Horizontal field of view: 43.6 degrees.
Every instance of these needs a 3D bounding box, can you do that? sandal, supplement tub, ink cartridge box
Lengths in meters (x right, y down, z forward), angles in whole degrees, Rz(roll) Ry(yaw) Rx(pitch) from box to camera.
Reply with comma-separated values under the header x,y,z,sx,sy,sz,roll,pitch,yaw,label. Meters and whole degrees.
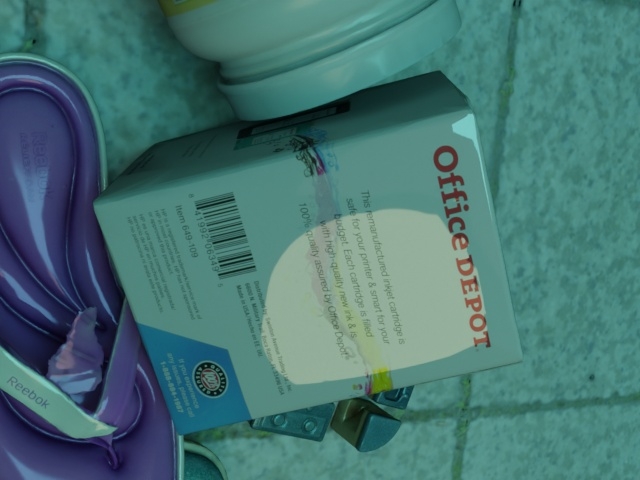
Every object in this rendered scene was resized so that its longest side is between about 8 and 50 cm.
x,y,z,sx,sy,sz,roll,pitch,yaw,label
-0.209,0.053,0.610,0.169,0.102,0.416,-15,88,-23,sandal
-0.040,-0.285,0.607,0.241,0.241,0.331,-31,112,-19,supplement tub
0.000,0.000,0.650,0.270,0.197,0.198,-13,108,6,ink cartridge box

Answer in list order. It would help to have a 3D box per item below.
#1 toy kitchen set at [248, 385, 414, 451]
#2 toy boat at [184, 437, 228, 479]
x,y,z,sx,sy,sz,roll,pitch,yaw,label
0.037,0.104,0.789,0.166,0.122,0.207,19,91,-29,toy kitchen set
-0.221,0.309,0.683,0.318,0.148,0.267,1,100,-28,toy boat
